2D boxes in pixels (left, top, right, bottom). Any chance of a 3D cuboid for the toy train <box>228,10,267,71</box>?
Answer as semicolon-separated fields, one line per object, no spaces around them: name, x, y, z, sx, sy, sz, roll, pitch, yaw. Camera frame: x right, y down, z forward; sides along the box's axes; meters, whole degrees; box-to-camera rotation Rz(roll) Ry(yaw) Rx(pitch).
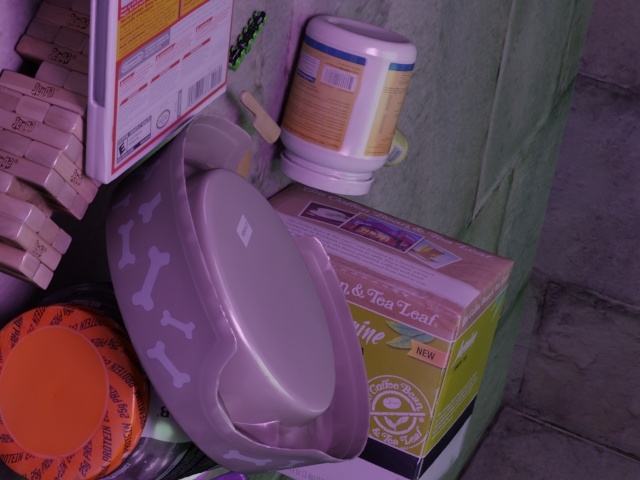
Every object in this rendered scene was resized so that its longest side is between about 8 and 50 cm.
toy train;-0.083;-0.226;1.568;0.083;0.017;0.024;-60;169;-26

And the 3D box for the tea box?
tea box;0.036;0.140;1.811;0.220;0.329;0.324;-34;140;-59

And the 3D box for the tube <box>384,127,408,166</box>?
tube;0.063;-0.164;1.998;0.240;0.062;0.070;25;43;-67

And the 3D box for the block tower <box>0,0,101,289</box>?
block tower;-0.210;-0.132;1.190;0.336;0.097;0.091;-66;162;-13

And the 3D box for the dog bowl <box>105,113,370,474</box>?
dog bowl;-0.076;0.059;1.295;0.349;0.102;0.349;57;18;-29

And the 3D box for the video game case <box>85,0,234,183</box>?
video game case;-0.126;-0.211;1.152;0.204;0.025;0.285;-46;153;-49

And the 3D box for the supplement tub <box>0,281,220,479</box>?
supplement tub;-0.184;0.145;1.387;0.207;0.207;0.338;-70;162;4

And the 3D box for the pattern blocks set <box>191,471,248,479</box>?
pattern blocks set;-0.223;0.281;1.360;0.026;0.324;0.285;70;17;6

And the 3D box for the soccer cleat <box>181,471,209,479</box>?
soccer cleat;-0.194;0.286;1.726;0.248;0.083;0.095;-60;156;-16

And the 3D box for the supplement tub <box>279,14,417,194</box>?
supplement tub;0.030;-0.171;1.744;0.144;0.144;0.200;-24;133;-65

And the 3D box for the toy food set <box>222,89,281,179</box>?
toy food set;-0.126;-0.078;1.593;0.192;0.038;0.132;-60;153;-11
